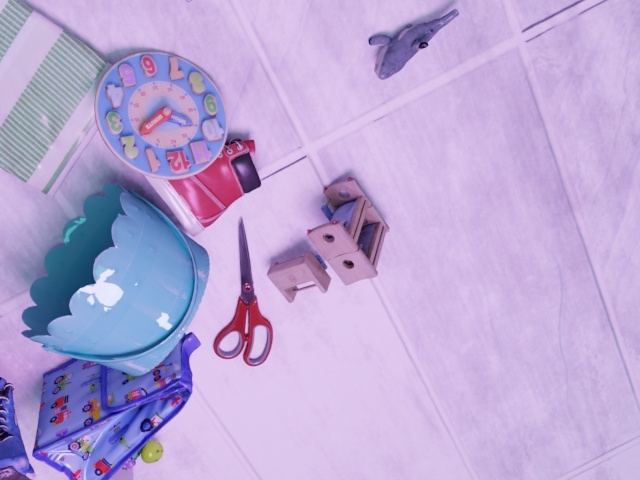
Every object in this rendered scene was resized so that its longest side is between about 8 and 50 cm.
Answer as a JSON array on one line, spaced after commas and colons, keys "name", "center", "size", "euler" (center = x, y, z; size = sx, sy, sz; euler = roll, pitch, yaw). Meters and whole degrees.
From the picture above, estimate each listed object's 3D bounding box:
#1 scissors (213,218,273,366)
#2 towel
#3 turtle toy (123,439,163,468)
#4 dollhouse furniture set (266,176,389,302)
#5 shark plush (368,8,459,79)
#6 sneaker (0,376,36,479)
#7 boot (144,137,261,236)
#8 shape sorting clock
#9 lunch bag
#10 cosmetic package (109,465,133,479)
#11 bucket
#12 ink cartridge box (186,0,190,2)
[{"name": "scissors", "center": [-0.122, 0.099, 1.519], "size": [0.109, 0.021, 0.297], "euler": [7, 113, -14]}, {"name": "towel", "center": [-0.483, -0.240, 1.257], "size": [0.325, 0.038, 0.248], "euler": [32, 104, -24]}, {"name": "turtle toy", "center": [-0.360, 0.388, 1.574], "size": [0.130, 0.066, 0.095], "euler": [4, 115, -15]}, {"name": "dollhouse furniture set", "center": [0.000, 0.000, 1.459], "size": [0.183, 0.129, 0.129], "euler": [-19, 122, 30]}, {"name": "shark plush", "center": [0.156, -0.312, 1.353], "size": [0.161, 0.067, 0.073], "euler": [-24, 118, -1]}, {"name": "sneaker", "center": [-0.550, 0.306, 1.355], "size": [0.129, 0.330, 0.147], "euler": [-9, 104, -31]}, {"name": "boot", "center": [-0.207, -0.148, 1.346], "size": [0.176, 0.088, 0.244], "euler": [-38, 117, -3]}, {"name": "shape sorting clock", "center": [-0.237, -0.191, 1.273], "size": [0.206, 0.040, 0.206], "euler": [6, 76, -27]}, {"name": "lunch bag", "center": [-0.323, 0.254, 1.429], "size": [0.293, 0.221, 0.138], "euler": [-34, 118, 5]}, {"name": "cosmetic package", "center": [-0.433, 0.548, 1.608], "size": [0.085, 0.117, 0.231], "euler": [16, 110, -21]}, {"name": "bucket", "center": [-0.317, 0.069, 1.323], "size": [0.183, 0.281, 0.281], "euler": [32, 105, -29]}, {"name": "ink cartridge box", "center": [-0.224, -0.508, 1.171], "size": [0.165, 0.065, 0.333], "euler": [-38, 119, 6]}]
